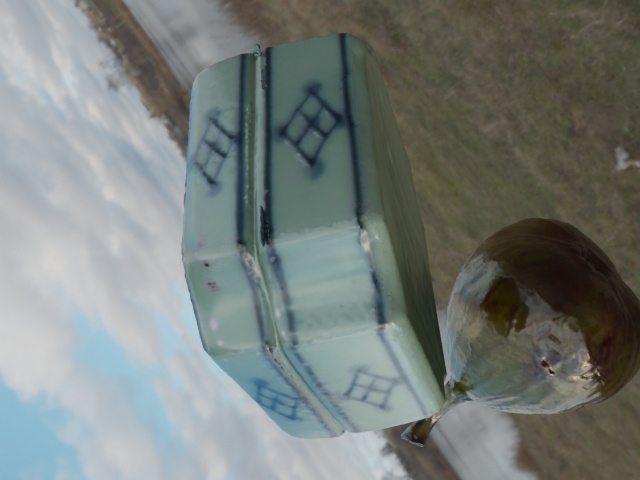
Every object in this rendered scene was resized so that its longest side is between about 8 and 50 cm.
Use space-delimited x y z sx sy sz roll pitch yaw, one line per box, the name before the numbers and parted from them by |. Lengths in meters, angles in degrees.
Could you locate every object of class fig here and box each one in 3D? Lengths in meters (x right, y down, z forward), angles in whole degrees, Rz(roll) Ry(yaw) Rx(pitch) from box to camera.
fig | 0.195 0.128 0.840 0.217 0.321 0.217 34 -151 -22

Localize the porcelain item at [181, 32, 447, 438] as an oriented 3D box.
porcelain item | 0.000 0.000 0.615 0.286 0.157 0.282 61 -158 -54
